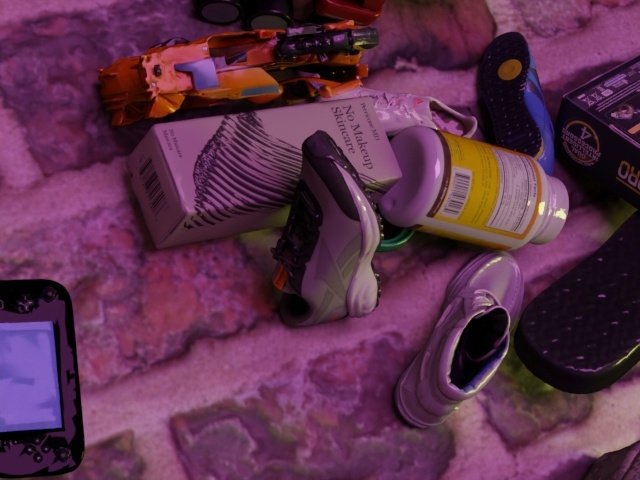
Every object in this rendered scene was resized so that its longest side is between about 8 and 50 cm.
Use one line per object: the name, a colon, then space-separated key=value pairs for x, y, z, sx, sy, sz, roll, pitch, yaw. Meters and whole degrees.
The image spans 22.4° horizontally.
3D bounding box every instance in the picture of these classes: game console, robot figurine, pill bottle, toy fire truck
game console: x=-0.292 y=0.209 z=1.549 sx=0.213 sy=0.044 sz=0.361 roll=2 pitch=68 yaw=-27
robot figurine: x=-0.081 y=-0.183 z=1.746 sx=0.291 sy=0.211 sz=0.085 roll=-10 pitch=94 yaw=-26
pill bottle: x=0.177 y=-0.055 z=1.846 sx=0.215 sy=0.117 sz=0.117 roll=13 pitch=63 yaw=-32
toy fire truck: x=-0.009 y=-0.351 z=1.813 sx=0.217 sy=0.246 sz=0.158 roll=12 pitch=65 yaw=-23

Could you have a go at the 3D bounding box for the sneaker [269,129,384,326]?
sneaker: x=0.000 y=0.000 z=1.670 sx=0.108 sy=0.271 sz=0.100 roll=-20 pitch=51 yaw=-14

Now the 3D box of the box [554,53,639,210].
box: x=0.535 y=-0.139 z=2.021 sx=0.395 sy=0.097 sz=0.318 roll=-29 pitch=54 yaw=-35

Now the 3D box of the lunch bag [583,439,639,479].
lunch bag: x=0.378 y=0.354 z=1.711 sx=0.212 sy=0.256 sz=0.305 roll=44 pitch=57 yaw=-4

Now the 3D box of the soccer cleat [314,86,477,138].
soccer cleat: x=0.089 y=-0.148 z=1.881 sx=0.196 sy=0.076 sz=0.068 roll=12 pitch=64 yaw=-23

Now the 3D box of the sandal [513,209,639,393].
sandal: x=0.396 y=0.058 z=1.934 sx=0.446 sy=0.107 sz=0.167 roll=-27 pitch=56 yaw=-30

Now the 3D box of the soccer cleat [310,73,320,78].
soccer cleat: x=0.005 y=-0.192 z=1.887 sx=0.083 sy=0.029 sz=0.035 roll=-20 pitch=71 yaw=-36

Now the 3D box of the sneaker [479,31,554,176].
sneaker: x=0.246 y=-0.159 z=1.986 sx=0.082 sy=0.069 sz=0.209 roll=43 pitch=34 yaw=-51

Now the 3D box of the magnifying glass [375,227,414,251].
magnifying glass: x=0.006 y=-0.042 z=1.824 sx=0.231 sy=0.026 sz=0.092 roll=8 pitch=66 yaw=-24

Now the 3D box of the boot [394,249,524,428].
boot: x=0.182 y=0.096 z=1.797 sx=0.095 sy=0.123 sz=0.258 roll=38 pitch=57 yaw=-9

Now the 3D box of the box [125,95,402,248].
box: x=-0.059 y=-0.076 z=1.731 sx=0.275 sy=0.094 sz=0.113 roll=-12 pitch=72 yaw=-32
